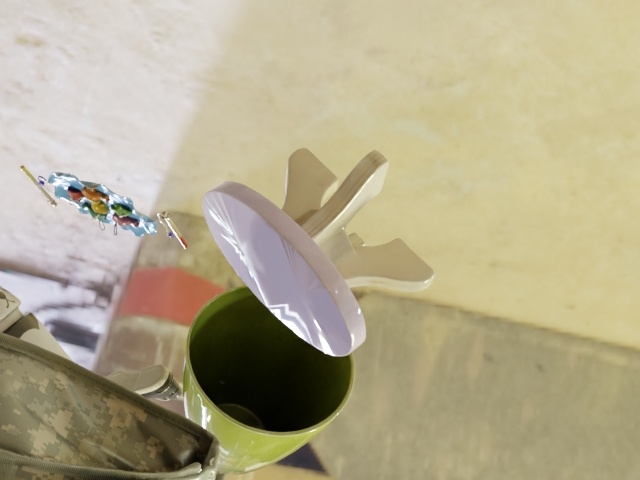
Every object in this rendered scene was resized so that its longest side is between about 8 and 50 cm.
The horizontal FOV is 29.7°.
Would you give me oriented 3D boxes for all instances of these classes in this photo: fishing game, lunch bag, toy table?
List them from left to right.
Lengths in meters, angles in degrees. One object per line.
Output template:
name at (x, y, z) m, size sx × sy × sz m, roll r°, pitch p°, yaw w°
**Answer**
lunch bag at (-0.243, 0.230, 1.021) m, size 0.287 × 0.169 × 0.235 m, roll 19°, pitch 120°, yaw -5°
fishing game at (-0.337, -0.047, 1.858) m, size 0.264 × 0.041 × 0.189 m, roll 19°, pitch 161°, yaw 14°
toy table at (0.000, 0.000, 1.529) m, size 0.274 × 0.161 × 0.252 m, roll 50°, pitch 153°, yaw 10°

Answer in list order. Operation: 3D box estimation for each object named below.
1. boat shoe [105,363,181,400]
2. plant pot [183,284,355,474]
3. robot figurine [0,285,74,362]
boat shoe at (-0.334, 0.276, 2.181) m, size 0.206 × 0.075 × 0.065 m, roll -17°, pitch 129°, yaw 39°
plant pot at (-0.115, 0.268, 2.010) m, size 0.274 × 0.275 × 0.293 m, roll 14°, pitch 141°, yaw -9°
robot figurine at (-0.379, 0.181, 1.465) m, size 0.278 × 0.173 × 0.209 m, roll 52°, pitch 152°, yaw -8°
